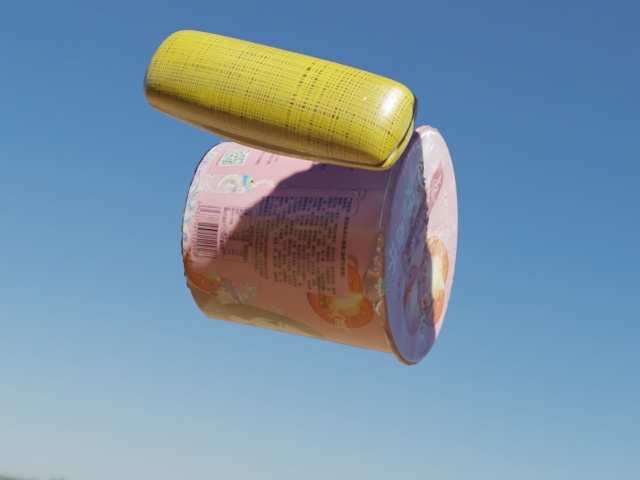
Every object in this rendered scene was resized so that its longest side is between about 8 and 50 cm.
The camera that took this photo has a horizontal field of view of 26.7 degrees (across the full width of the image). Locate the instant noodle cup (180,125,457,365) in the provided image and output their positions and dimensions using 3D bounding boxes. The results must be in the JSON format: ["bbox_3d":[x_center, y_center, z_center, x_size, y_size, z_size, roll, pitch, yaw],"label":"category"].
[{"bbox_3d":[0.000,0.000,1.391,0.231,0.243,0.243,3,-14,22],"label":"instant noodle cup"}]

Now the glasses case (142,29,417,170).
[{"bbox_3d":[-0.037,-0.110,1.057,0.234,0.079,0.064,17,-20,26],"label":"glasses case"}]
